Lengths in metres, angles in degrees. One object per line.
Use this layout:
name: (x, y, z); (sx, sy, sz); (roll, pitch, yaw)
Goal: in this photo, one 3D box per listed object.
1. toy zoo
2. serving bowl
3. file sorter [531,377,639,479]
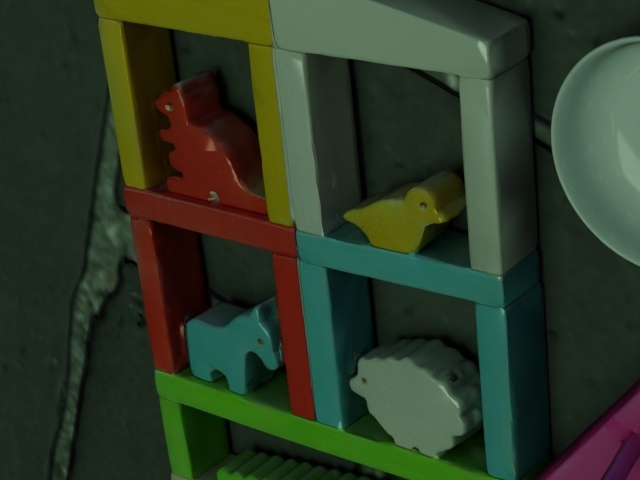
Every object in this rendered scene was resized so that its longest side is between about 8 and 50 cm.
toy zoo: (0.000, 0.000, 0.700); (0.192, 0.030, 0.293); (13, 121, 37)
serving bowl: (0.118, -0.031, 0.579); (0.083, 0.027, 0.083); (21, 125, 33)
file sorter: (0.111, 0.198, 0.576); (0.202, 0.182, 0.290); (40, 135, 3)
